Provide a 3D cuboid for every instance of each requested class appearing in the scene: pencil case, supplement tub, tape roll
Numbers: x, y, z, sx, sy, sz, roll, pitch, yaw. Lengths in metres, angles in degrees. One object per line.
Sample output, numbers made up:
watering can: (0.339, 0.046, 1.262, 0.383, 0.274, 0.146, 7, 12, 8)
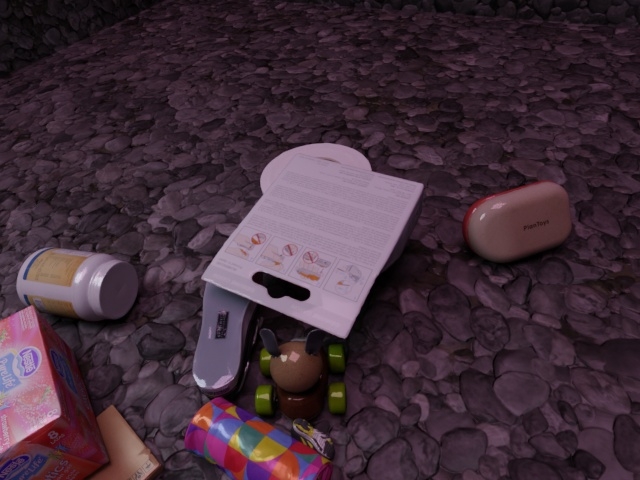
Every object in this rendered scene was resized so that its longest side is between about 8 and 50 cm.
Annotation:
pencil case: (-0.096, 0.335, 0.690, 0.236, 0.105, 0.104, 21, 51, 27)
supplement tub: (-0.513, 0.094, 0.963, 0.199, 0.144, 0.144, 6, 46, 14)
tape roll: (-0.008, -0.132, 1.154, 0.285, 0.100, 0.286, -4, 44, 4)

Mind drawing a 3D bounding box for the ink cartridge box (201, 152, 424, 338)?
ink cartridge box: (0.000, 0.000, 0.905, 0.307, 0.091, 0.385, 18, 56, 21)

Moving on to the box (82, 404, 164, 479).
box: (-0.382, 0.390, 0.728, 0.164, 0.021, 0.201, 29, 56, 33)

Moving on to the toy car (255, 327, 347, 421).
toy car: (-0.039, 0.198, 0.754, 0.154, 0.189, 0.149, -4, 44, 4)

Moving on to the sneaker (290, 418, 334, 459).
sneaker: (-0.013, 0.327, 0.735, 0.083, 0.035, 0.031, 38, 37, 13)

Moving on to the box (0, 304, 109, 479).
box: (-0.491, 0.269, 0.754, 0.142, 0.154, 0.300, -32, 42, -21)

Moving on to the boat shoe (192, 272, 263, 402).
boat shoe: (-0.166, 0.163, 0.872, 0.113, 0.105, 0.307, -3, 49, 0)

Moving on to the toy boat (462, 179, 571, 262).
toy boat: (0.419, -0.046, 0.998, 0.230, 0.151, 0.151, -16, 14, -9)
